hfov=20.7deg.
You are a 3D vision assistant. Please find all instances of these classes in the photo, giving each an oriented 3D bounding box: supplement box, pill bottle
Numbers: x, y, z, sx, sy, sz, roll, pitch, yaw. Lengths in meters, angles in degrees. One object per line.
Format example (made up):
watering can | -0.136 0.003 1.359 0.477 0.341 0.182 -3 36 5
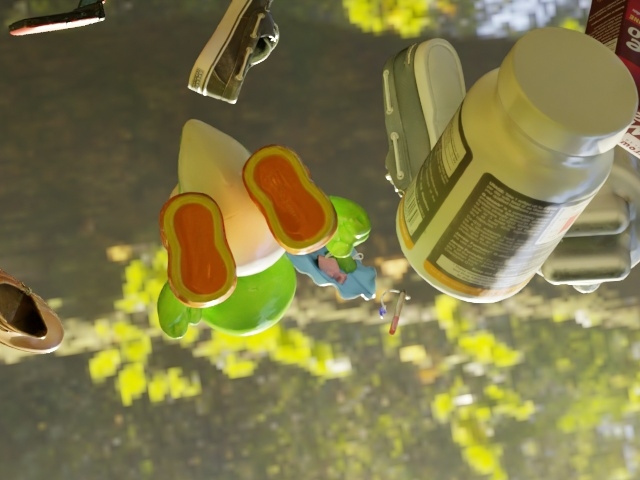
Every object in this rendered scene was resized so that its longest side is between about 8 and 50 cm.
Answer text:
supplement box | 0.355 -0.213 1.885 0.073 0.130 0.239 -28 -141 52
pill bottle | 0.192 -0.073 1.725 0.278 0.162 0.162 121 -40 -50

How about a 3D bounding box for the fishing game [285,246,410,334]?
fishing game | 0.000 0.000 2.041 0.041 0.264 0.189 -51 -176 18

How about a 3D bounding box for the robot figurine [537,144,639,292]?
robot figurine | 0.352 -0.076 2.390 0.353 0.200 0.299 -83 171 -58

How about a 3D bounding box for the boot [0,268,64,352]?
boot | -0.344 0.088 2.006 0.152 0.197 0.073 17 -106 52

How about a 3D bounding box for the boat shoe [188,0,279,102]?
boat shoe | -0.091 -0.247 2.152 0.077 0.070 0.219 110 4 -51

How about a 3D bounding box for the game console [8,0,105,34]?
game console | -0.275 -0.274 1.898 0.144 0.124 0.085 -168 -111 -72

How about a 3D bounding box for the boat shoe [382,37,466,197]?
boat shoe | 0.141 -0.108 2.355 0.099 0.116 0.319 -6 -92 42

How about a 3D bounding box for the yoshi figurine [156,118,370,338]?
yoshi figurine | -0.071 0.014 1.695 0.362 0.204 0.203 -179 -71 -84
